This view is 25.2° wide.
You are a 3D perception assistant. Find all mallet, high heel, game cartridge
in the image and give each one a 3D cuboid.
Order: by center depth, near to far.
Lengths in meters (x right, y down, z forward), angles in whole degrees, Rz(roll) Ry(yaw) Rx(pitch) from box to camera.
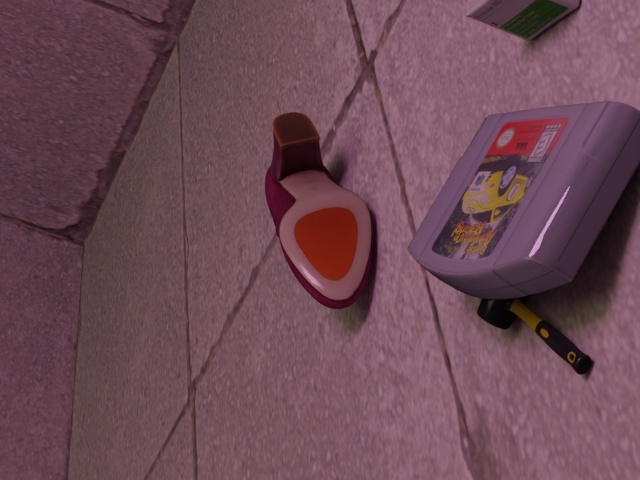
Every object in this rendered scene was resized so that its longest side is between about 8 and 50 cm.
[{"bbox_3d":[0.207,0.070,1.335,0.062,0.039,0.189,-67,24,4],"label":"mallet"},{"bbox_3d":[0.188,-0.037,1.386,0.196,0.060,0.294,-63,18,-8],"label":"game cartridge"},{"bbox_3d":[0.000,0.000,1.933,0.377,0.127,0.181,-101,6,-48],"label":"high heel"}]

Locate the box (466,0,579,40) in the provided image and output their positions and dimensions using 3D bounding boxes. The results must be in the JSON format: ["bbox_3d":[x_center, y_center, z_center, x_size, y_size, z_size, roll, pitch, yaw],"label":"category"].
[{"bbox_3d":[0.222,-0.288,1.538,0.101,0.087,0.102,-32,42,62],"label":"box"}]
